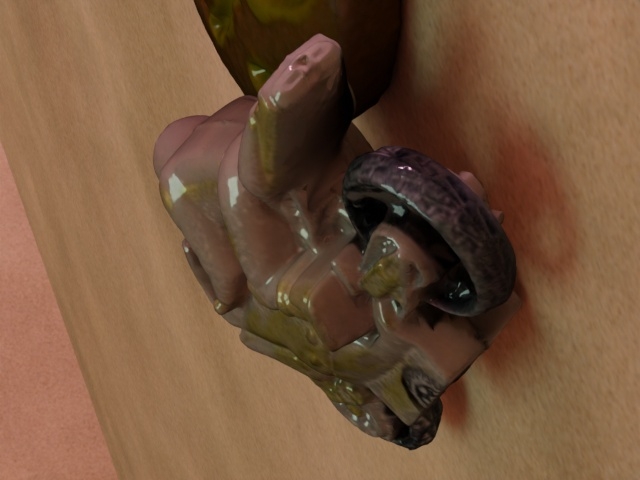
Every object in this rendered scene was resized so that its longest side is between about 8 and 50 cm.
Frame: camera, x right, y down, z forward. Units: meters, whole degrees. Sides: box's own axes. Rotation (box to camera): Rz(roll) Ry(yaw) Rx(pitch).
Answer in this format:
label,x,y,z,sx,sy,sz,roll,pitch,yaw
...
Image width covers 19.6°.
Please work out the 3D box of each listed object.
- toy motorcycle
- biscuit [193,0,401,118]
label,x,y,z,sx,sy,sz,roll,pitch,yaw
toy motorcycle,0.000,0.000,0.976,0.223,0.108,0.341,43,162,8
biscuit,-0.055,-0.246,0.996,0.350,0.070,0.394,-125,21,-46
